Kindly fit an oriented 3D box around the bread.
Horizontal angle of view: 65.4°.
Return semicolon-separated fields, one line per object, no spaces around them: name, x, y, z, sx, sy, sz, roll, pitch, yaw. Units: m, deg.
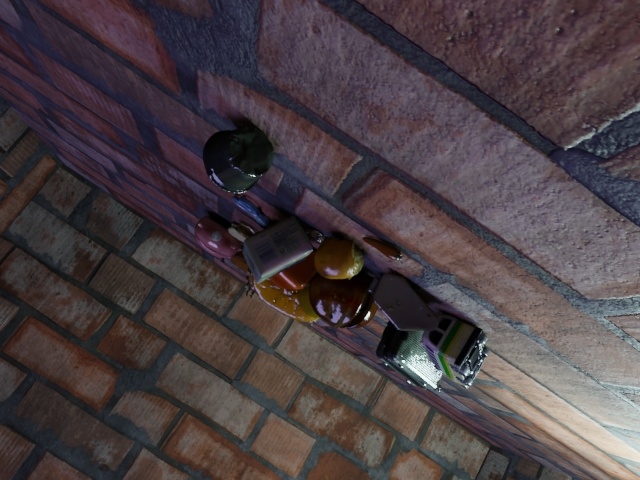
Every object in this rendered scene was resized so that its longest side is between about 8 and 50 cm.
bread;-0.140;0.202;2.188;0.388;0.236;0.183;28;-178;-13

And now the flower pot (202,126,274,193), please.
flower pot;-0.183;-0.199;1.173;0.157;0.157;0.106;40;149;-25

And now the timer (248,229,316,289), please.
timer;-0.152;0.057;1.873;0.250;0.161;0.257;41;164;-13

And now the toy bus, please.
toy bus;0.441;0.364;1.643;0.179;0.143;0.305;26;164;31

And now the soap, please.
soap;-0.146;0.033;1.638;0.138;0.199;0.182;60;165;7

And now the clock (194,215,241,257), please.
clock;-0.481;-0.006;2.296;0.227;0.142;0.241;35;172;-7

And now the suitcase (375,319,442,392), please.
suitcase;0.362;0.425;1.885;0.312;0.202;0.128;41;152;-26

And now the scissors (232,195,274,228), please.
scissors;-0.211;-0.076;1.799;0.256;0.030;0.125;43;165;-33

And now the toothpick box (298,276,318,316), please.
toothpick box;0.028;0.216;1.962;0.175;0.175;0.271;35;161;-9

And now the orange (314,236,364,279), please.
orange;0.056;0.054;1.507;0.156;0.134;0.156;-3;-174;0

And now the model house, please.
model house;0.251;0.201;1.581;0.229;0.122;0.188;47;178;1

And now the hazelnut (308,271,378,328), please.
hazelnut;0.074;0.193;1.709;0.251;0.217;0.217;26;169;-27

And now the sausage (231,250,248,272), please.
sausage;-0.356;0.112;2.518;0.134;0.116;0.354;26;174;-33

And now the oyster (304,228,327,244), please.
oyster;0.000;0.001;1.618;0.132;0.029;0.086;33;165;-6

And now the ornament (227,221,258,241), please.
ornament;-0.307;-0.010;2.154;0.180;0.059;0.201;40;167;-22

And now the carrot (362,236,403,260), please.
carrot;0.166;0.018;1.340;0.142;0.035;0.035;31;167;35
